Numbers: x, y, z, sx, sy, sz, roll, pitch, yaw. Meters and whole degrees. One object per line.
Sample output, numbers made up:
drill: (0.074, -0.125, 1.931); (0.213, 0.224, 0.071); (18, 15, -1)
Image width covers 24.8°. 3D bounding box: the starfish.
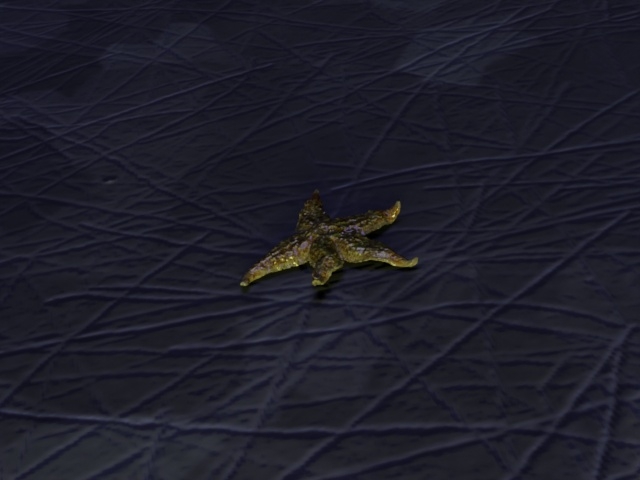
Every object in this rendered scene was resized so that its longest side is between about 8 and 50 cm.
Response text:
starfish: (0.000, 0.000, 0.682); (0.092, 0.016, 0.086); (-22, 30, -18)
